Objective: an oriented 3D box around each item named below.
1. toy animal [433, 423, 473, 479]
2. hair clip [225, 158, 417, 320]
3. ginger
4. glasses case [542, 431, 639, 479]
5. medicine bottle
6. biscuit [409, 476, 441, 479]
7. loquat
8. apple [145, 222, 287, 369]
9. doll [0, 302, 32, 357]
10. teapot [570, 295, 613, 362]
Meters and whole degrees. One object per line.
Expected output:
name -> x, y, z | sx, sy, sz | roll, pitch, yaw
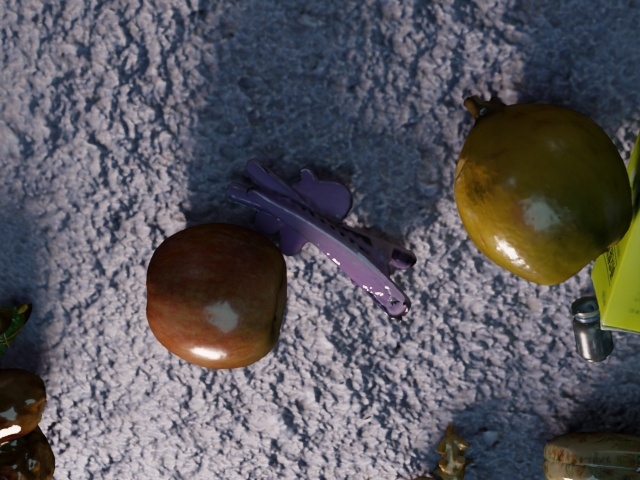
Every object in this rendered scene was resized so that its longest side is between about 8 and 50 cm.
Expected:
toy animal -> 0.189, 0.314, 1.640 | 0.060, 0.081, 0.083 | -11, 153, 3
hair clip -> 0.007, -0.006, 1.462 | 0.278, 0.090, 0.137 | 39, 128, -7
ginger -> -0.568, 0.294, 1.626 | 0.418, 0.176, 0.254 | -2, 124, 7
glasses case -> 0.518, 0.320, 1.545 | 0.425, 0.156, 0.098 | 5, 84, 3
medicine bottle -> 0.430, -0.014, 1.380 | 0.141, 0.137, 0.250 | 11, 119, -1
biscuit -> 0.211, 0.520, 1.650 | 0.269, 0.051, 0.376 | -32, 87, -21
loquat -> 0.246, -0.072, 1.332 | 0.213, 0.213, 0.246 | -35, 83, 22
apple -> -0.133, 0.070, 1.453 | 0.173, 0.188, 0.188 | 6, 119, 8
doll -> -0.442, 0.131, 1.572 | 0.113, 0.078, 0.077 | -16, 90, 22
teapot -> 0.368, 0.117, 1.507 | 0.063, 0.049, 0.083 | -10, 117, 11
